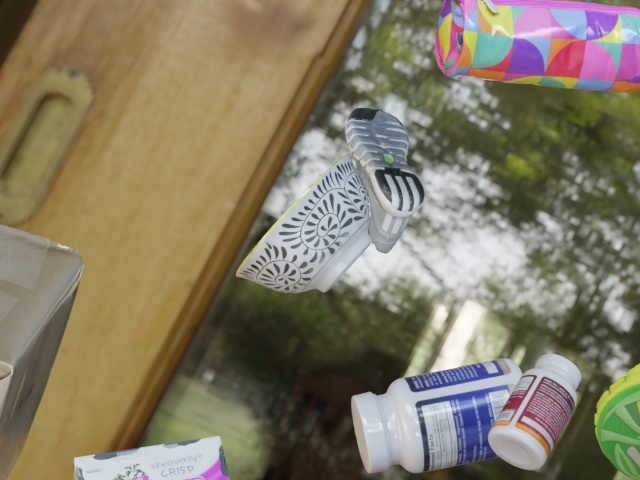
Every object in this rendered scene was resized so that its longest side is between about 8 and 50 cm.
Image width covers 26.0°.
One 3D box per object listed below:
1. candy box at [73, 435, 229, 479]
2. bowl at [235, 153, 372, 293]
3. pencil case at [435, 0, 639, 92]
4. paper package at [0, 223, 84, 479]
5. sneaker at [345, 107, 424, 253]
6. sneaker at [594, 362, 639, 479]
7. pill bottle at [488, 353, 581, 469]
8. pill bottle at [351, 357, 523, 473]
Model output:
[{"bbox_3d":[-0.190,0.307,1.524,0.159,0.071,0.233,-7,-33,-15],"label":"candy box"},{"bbox_3d":[0.000,0.000,1.402,0.080,0.170,0.170,42,-5,4],"label":"bowl"},{"bbox_3d":[0.239,-0.215,1.488,0.236,0.104,0.104,4,0,-13],"label":"pencil case"},{"bbox_3d":[-0.417,0.174,1.568,0.168,0.309,0.325,20,19,-3],"label":"paper package"},{"bbox_3d":[0.064,-0.068,1.788,0.086,0.132,0.228,10,35,-15],"label":"sneaker"},{"bbox_3d":[0.326,0.163,1.214,0.110,0.123,0.295,-2,-26,-13],"label":"sneaker"},{"bbox_3d":[0.299,0.233,1.904,0.086,0.152,0.086,26,-32,17],"label":"pill bottle"},{"bbox_3d":[0.190,0.281,2.178,0.265,0.153,0.153,-10,-2,-6],"label":"pill bottle"}]
